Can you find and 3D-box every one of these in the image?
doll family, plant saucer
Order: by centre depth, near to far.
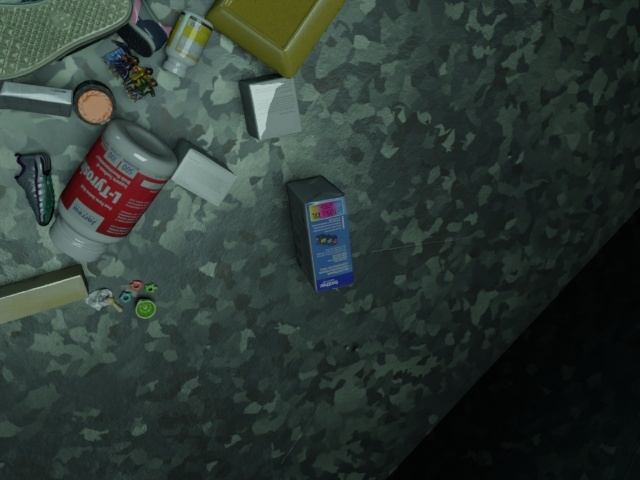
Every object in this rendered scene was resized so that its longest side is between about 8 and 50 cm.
[{"bbox_3d":[-0.563,-0.512,1.742,0.111,0.076,0.193,-36,116,-1],"label":"doll family"},{"bbox_3d":[-0.135,-0.719,1.754,0.333,0.081,0.332,35,94,-1],"label":"plant saucer"}]

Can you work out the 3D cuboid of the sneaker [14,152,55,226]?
[{"bbox_3d":[-0.868,-0.155,1.760,0.098,0.083,0.223,4,104,-2],"label":"sneaker"}]

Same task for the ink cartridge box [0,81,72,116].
[{"bbox_3d":[-0.806,-0.389,1.601,0.224,0.223,0.045,1,91,-25],"label":"ink cartridge box"}]

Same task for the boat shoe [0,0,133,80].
[{"bbox_3d":[-0.729,-0.543,1.513,0.501,0.156,0.186,-25,108,-9],"label":"boat shoe"}]

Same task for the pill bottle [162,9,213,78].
[{"bbox_3d":[-0.406,-0.591,1.759,0.103,0.103,0.184,24,99,-28],"label":"pill bottle"}]

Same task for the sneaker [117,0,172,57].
[{"bbox_3d":[-0.566,-0.689,1.673,0.319,0.112,0.131,52,56,-24],"label":"sneaker"}]

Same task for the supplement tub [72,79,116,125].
[{"bbox_3d":[-0.652,-0.397,1.679,0.117,0.190,0.116,-8,113,-20],"label":"supplement tub"}]

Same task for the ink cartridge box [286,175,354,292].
[{"bbox_3d":[0.000,0.000,2.059,0.151,0.270,0.395,-11,113,-13],"label":"ink cartridge box"}]

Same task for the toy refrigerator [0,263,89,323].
[{"bbox_3d":[-0.885,0.170,1.848,0.270,0.102,0.094,-17,115,-17],"label":"toy refrigerator"}]

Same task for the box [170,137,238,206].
[{"bbox_3d":[-0.387,-0.220,1.863,0.182,0.181,0.119,31,96,-29],"label":"box"}]

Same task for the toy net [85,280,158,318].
[{"bbox_3d":[-0.676,0.196,1.978,0.232,0.045,0.122,7,107,-25],"label":"toy net"}]

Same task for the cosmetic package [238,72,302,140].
[{"bbox_3d":[-0.164,-0.436,1.892,0.151,0.151,0.183,-15,114,-17],"label":"cosmetic package"}]

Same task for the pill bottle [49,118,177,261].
[{"bbox_3d":[-0.631,-0.141,1.745,0.229,0.229,0.407,31,108,-29],"label":"pill bottle"}]
